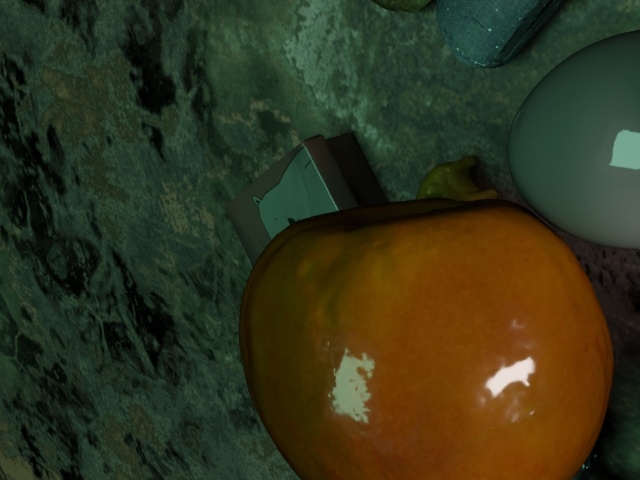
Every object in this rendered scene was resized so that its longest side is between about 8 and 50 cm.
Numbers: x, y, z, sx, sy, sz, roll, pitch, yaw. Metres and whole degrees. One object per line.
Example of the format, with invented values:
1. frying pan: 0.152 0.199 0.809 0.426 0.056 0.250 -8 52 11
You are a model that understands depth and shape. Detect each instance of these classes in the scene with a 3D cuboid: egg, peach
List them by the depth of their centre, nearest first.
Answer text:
1. egg: 0.253 -0.079 0.716 0.232 0.176 0.176 -12 98 62
2. peach: 0.094 0.117 0.810 0.343 0.343 0.301 2 101 48

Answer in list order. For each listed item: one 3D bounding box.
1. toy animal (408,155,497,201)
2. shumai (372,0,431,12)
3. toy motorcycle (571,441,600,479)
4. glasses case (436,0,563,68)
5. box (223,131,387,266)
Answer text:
1. toy animal: 0.120 -0.023 0.976 0.070 0.083 0.159 62 150 18
2. shumai: 0.056 -0.299 0.909 0.139 0.105 0.123 -114 26 -52
3. toy motorcycle: 0.238 0.274 0.936 0.401 0.134 0.207 -11 99 52
4. glasses case: 0.192 -0.270 0.779 0.109 0.067 0.282 61 144 22
5. box: 0.000 0.000 1.112 0.215 0.086 0.215 -33 82 51
